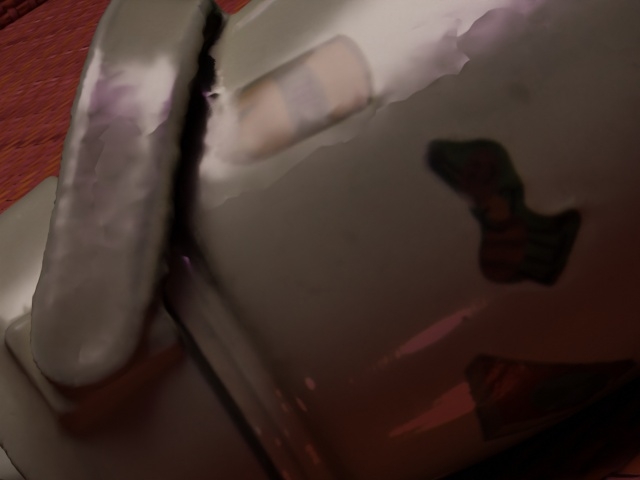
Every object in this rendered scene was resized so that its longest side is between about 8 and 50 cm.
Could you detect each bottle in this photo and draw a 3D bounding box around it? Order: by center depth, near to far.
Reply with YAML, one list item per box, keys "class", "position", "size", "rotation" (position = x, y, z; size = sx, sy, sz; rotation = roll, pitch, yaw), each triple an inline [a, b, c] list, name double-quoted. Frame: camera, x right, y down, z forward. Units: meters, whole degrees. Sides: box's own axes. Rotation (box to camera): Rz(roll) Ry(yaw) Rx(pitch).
- class: "bottle"
  position: [0.000, 0.000, 0.747]
  size: [0.352, 0.229, 0.229]
  rotation: [-33, 18, -6]

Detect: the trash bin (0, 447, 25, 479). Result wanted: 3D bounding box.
- class: "trash bin"
  position: [-0.142, 0.099, 0.924]
  size: [0.130, 0.059, 0.116]
  rotation: [-16, 22, 28]
